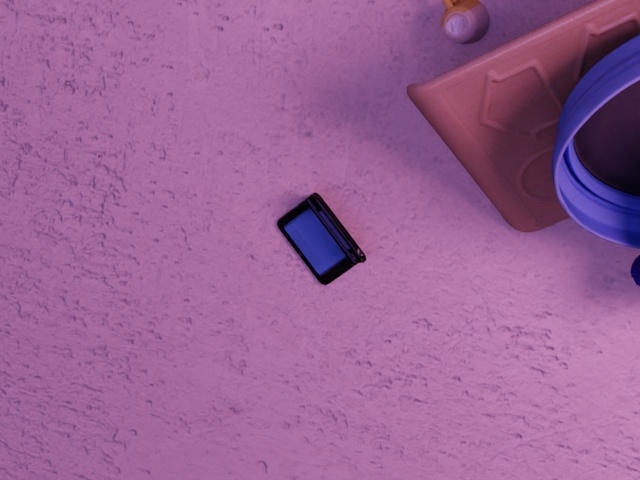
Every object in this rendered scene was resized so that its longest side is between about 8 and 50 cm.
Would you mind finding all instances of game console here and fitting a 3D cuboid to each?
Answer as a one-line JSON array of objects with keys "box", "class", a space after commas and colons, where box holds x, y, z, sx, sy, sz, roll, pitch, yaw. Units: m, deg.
[{"box": [0.000, 0.000, 1.693, 0.071, 0.107, 0.122, -38, 92, -4], "class": "game console"}]

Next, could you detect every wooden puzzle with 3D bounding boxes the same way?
[{"box": [0.328, -0.169, 1.463, 0.348, 0.080, 0.322, -20, 137, 26], "class": "wooden puzzle"}]

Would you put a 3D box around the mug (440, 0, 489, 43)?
[{"box": [0.181, -0.292, 1.549, 0.078, 0.064, 0.062, 31, 113, 8], "class": "mug"}]

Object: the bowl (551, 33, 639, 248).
[{"box": [0.466, -0.124, 1.376, 0.391, 0.077, 0.391, -1, 146, -1], "class": "bowl"}]

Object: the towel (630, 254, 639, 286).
[{"box": [0.529, -0.021, 1.395, 0.227, 0.076, 0.308, 5, 145, -8], "class": "towel"}]
